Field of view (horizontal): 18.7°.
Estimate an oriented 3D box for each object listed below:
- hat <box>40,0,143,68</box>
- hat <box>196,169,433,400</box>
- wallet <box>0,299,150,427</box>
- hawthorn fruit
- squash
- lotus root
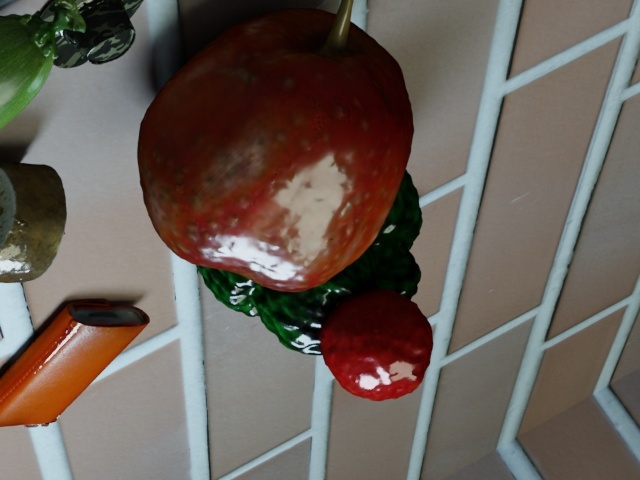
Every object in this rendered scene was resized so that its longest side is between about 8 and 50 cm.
[{"bbox_3d":[-0.199,-0.195,1.783,0.121,0.050,0.121,-30,157,-15],"label":"hat"},{"bbox_3d":[0.021,0.049,2.216,0.274,0.332,0.242,-21,151,-19],"label":"hat"},{"bbox_3d":[-0.315,0.150,2.356,0.204,0.045,0.142,-45,153,25],"label":"wallet"},{"bbox_3d":[-0.029,-0.119,1.935,0.287,0.287,0.330,-6,131,-49],"label":"hawthorn fruit"},{"bbox_3d":[-0.365,-0.095,1.699,0.379,0.101,0.101,-33,158,6],"label":"squash"},{"bbox_3d":[-0.308,-0.021,1.908,0.112,0.122,0.081,-16,160,27],"label":"lotus root"}]
